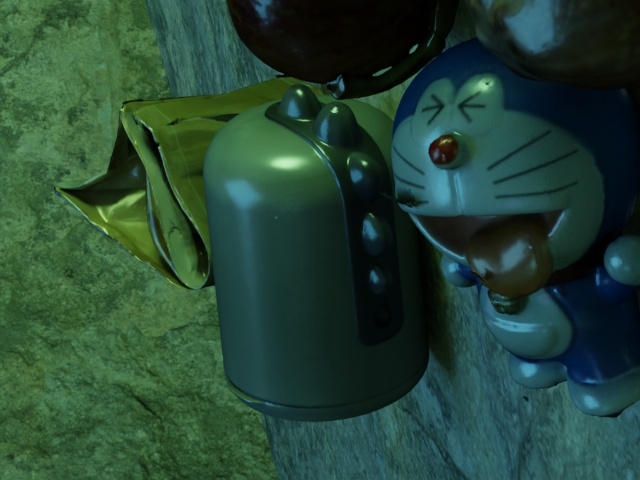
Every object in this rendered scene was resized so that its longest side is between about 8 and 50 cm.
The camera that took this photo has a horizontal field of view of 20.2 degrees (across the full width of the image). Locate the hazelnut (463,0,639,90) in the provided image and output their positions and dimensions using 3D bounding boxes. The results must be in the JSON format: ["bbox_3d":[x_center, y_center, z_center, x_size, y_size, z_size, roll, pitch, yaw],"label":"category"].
[{"bbox_3d":[0.147,-0.145,0.984,0.154,0.143,0.143,-119,19,-52],"label":"hazelnut"}]

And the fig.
[{"bbox_3d":[0.023,-0.213,1.442,0.205,0.205,0.205,167,90,-79],"label":"fig"}]

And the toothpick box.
[{"bbox_3d":[0.000,0.000,1.740,0.229,0.229,0.316,-123,24,-61],"label":"toothpick box"}]

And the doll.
[{"bbox_3d":[0.133,-0.008,1.160,0.215,0.161,0.257,7,125,49],"label":"doll"}]

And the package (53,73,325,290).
[{"bbox_3d":[-0.099,-0.079,1.945,0.221,0.311,0.165,34,113,23],"label":"package"}]
